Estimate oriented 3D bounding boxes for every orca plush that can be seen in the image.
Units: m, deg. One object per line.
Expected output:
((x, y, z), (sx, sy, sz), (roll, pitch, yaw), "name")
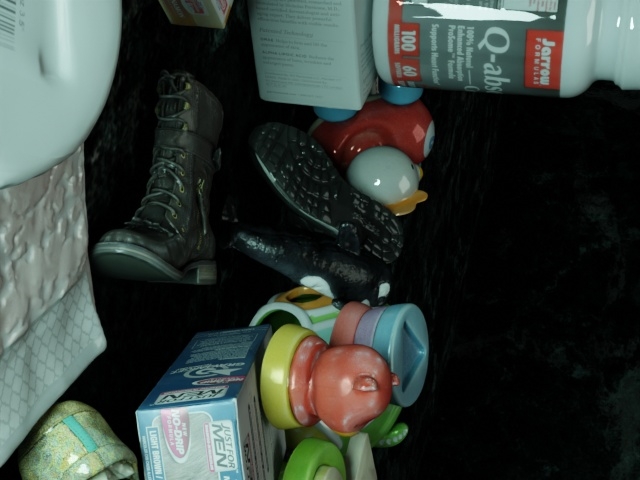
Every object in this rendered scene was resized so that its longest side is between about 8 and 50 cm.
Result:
((0.000, 0.000, 1.404), (0.102, 0.287, 0.151), (-54, -160, 18), "orca plush")

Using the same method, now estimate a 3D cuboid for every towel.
((-0.274, 0.039, 0.831), (0.332, 0.053, 0.317), (-56, 149, -58), "towel")

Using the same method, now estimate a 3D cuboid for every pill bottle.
((0.264, -0.298, 1.389), (0.210, 0.363, 0.210), (6, 90, -76), "pill bottle")

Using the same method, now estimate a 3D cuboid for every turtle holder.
((-0.021, 0.209, 1.516), (0.320, 0.243, 0.227), (-54, 142, 7), "turtle holder")

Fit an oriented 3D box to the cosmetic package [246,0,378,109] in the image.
((0.001, -0.390, 1.377), (0.217, 0.156, 0.385), (-64, 155, -47), "cosmetic package")

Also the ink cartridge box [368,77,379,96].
((0.078, -0.287, 1.800), (0.208, 0.087, 0.153), (-62, 154, -48), "ink cartridge box")

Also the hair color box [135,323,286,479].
((-0.112, 0.217, 1.182), (0.347, 0.105, 0.173), (-70, 153, -82), "hair color box")

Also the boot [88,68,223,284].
((-0.167, -0.070, 1.113), (0.263, 0.091, 0.229), (20, 74, -77), "boot")

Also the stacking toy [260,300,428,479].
((0.060, 0.220, 1.265), (0.309, 0.130, 0.279), (-21, 110, -62), "stacking toy")

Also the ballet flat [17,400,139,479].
((-0.213, 0.310, 1.036), (0.123, 0.123, 0.348), (-62, 154, -50), "ballet flat")

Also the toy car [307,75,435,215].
((0.105, -0.114, 1.622), (0.219, 0.210, 0.238), (87, -18, -45), "toy car")

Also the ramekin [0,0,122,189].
((-0.238, -0.153, 0.621), (0.277, 0.135, 0.277), (-1, 90, -66), "ramekin")

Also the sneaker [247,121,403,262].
((-0.020, -0.047, 1.493), (0.283, 0.124, 0.107), (42, 53, -25), "sneaker")

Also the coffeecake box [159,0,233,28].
((-0.126, -0.344, 1.112), (0.142, 0.068, 0.185), (65, 37, -62), "coffeecake box")
